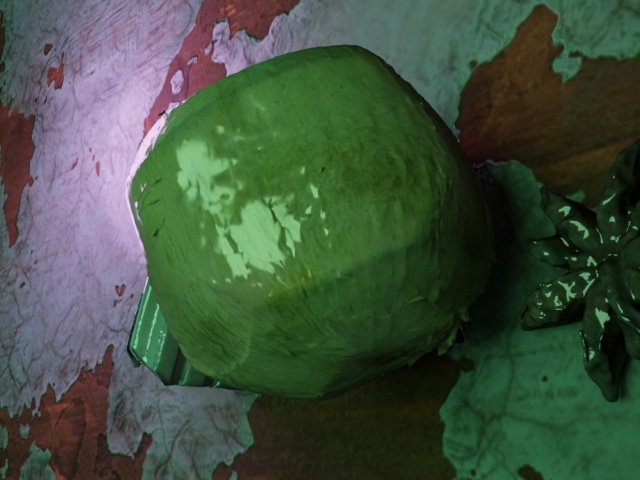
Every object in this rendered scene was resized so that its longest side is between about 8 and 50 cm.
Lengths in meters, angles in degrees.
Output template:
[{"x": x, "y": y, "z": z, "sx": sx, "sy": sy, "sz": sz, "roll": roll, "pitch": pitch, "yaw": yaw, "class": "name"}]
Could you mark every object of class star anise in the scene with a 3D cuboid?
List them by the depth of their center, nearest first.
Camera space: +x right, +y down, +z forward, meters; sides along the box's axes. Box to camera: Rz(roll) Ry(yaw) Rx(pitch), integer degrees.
[{"x": 0.218, "y": 0.018, "z": 0.656, "sx": 0.195, "sy": 0.065, "sz": 0.182, "roll": -45, "pitch": 50, "yaw": 37, "class": "star anise"}]

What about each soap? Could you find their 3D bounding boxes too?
[{"x": -0.107, "y": 0.037, "z": 0.951, "sx": 0.094, "sy": 0.150, "sz": 0.262, "roll": 27, "pitch": 101, "yaw": 53, "class": "soap"}]

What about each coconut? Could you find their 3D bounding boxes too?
[{"x": 0.000, "y": 0.000, "z": 0.738, "sx": 0.297, "sy": 0.297, "sz": 0.255, "roll": -29, "pitch": 76, "yaw": 41, "class": "coconut"}]
